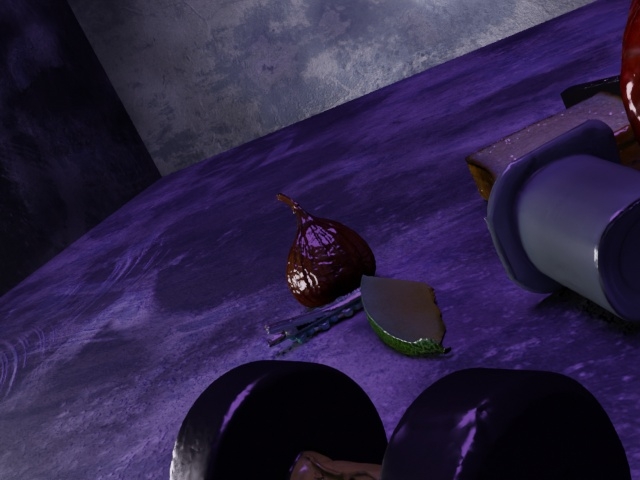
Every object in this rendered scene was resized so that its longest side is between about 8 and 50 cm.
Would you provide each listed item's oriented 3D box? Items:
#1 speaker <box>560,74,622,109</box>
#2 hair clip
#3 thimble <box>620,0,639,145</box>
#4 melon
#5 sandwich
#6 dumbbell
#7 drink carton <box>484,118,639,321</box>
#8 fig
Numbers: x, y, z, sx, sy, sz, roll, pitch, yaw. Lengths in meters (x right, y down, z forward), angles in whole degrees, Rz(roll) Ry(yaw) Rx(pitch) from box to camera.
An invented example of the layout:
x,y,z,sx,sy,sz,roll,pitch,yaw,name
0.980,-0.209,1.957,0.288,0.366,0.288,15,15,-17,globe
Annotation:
x,y,z,sx,sy,sz,roll,pitch,yaw,name
0.574,-0.301,1.713,0.040,0.046,0.191,-37,19,-32,speaker
-0.004,0.114,1.295,0.173,0.049,0.049,-23,15,-9,hair clip
0.522,-0.208,0.973,0.350,0.350,0.230,-18,14,28,thimble
0.122,0.106,1.153,0.114,0.053,0.262,-9,18,-8,melon
0.393,-0.134,1.372,0.273,0.095,0.249,-26,15,5,sandwich
0.046,0.195,0.655,0.323,0.203,0.204,-7,25,50,dumbbell
0.318,-0.004,0.960,0.191,0.185,0.189,-27,27,-8,drink carton
0.000,0.000,1.375,0.146,0.201,0.134,-19,-6,-16,fig
